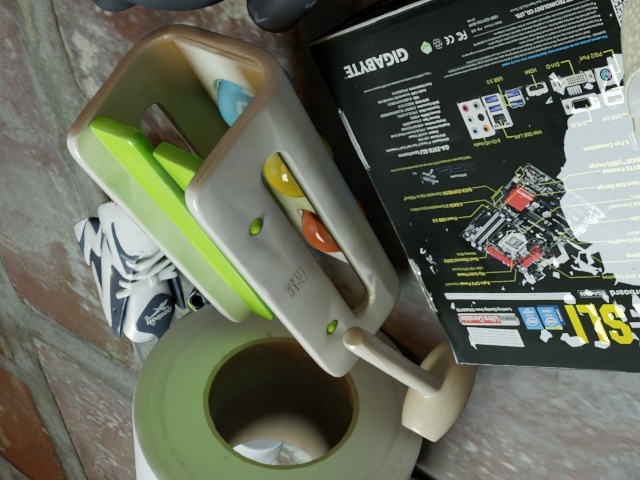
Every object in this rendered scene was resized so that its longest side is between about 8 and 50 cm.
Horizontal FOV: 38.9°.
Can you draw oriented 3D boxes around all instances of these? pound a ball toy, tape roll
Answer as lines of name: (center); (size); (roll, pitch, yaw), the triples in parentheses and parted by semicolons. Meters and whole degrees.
pound a ball toy: (0.000, 0.000, 0.658); (0.208, 0.136, 0.319); (24, 161, 34)
tape roll: (-0.042, 0.189, 0.806); (0.246, 0.246, 0.169); (35, 141, 22)

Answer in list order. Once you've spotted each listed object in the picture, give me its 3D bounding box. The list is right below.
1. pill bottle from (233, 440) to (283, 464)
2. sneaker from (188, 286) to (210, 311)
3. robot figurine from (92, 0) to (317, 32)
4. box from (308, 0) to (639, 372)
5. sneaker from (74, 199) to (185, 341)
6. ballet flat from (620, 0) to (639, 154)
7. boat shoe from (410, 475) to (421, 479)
pill bottle: (-0.102, 0.220, 1.020); (0.108, 0.108, 0.180); (49, 145, 4)
sneaker: (-0.131, 0.062, 0.977); (0.031, 0.035, 0.083); (50, 145, 4)
robot figurine: (-0.076, -0.244, 0.526); (0.209, 0.173, 0.278); (21, 154, -25)
box: (0.166, -0.047, 0.515); (0.322, 0.079, 0.257); (-7, 117, 50)
sneaker: (-0.173, 0.030, 0.923); (0.235, 0.094, 0.153); (-18, 94, 54)
ballet flat: (0.174, -0.033, 0.408); (0.057, 0.052, 0.168); (-10, 112, 51)
boat shoe: (0.138, 0.348, 0.861); (0.341, 0.110, 0.121); (34, 141, 24)
